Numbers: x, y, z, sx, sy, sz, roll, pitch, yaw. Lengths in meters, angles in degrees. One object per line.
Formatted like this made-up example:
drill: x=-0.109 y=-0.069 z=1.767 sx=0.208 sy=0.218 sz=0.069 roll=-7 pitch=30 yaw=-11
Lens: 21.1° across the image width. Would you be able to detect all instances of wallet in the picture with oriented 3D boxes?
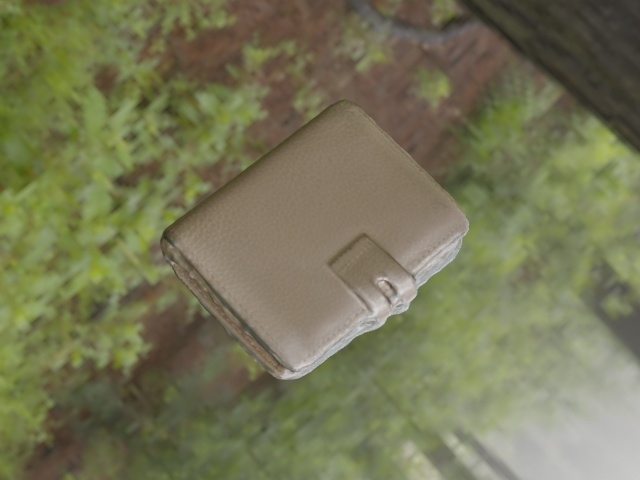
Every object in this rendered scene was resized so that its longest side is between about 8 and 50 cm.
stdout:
wallet: x=0.000 y=0.000 z=0.941 sx=0.153 sy=0.118 sz=0.039 roll=-36 pitch=167 yaw=-32
